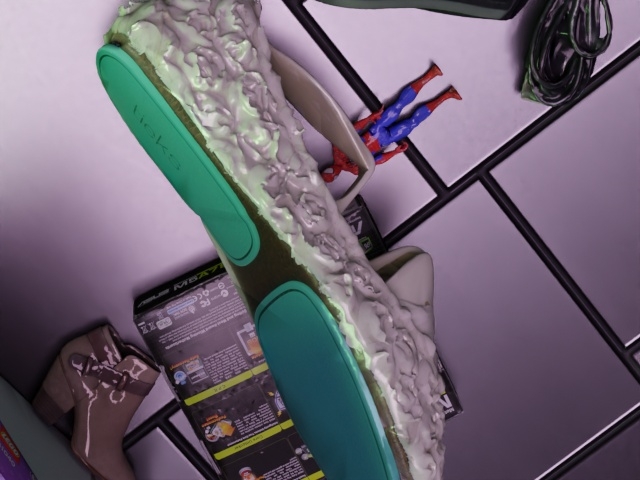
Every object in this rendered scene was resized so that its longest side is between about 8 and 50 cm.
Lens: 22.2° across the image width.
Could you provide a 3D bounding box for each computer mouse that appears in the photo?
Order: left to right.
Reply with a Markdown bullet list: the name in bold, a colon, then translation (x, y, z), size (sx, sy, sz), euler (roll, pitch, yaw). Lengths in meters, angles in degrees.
- **computer mouse**: translation (0.079, -0.206, 1.119), size (0.272, 0.072, 0.188), euler (10, 104, -21)

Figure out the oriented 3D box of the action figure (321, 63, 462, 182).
- **action figure**: translation (0.047, -0.079, 1.173), size (0.115, 0.030, 0.038), euler (-38, 112, 9)

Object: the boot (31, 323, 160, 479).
- **boot**: translation (-0.153, 0.123, 1.210), size (0.087, 0.042, 0.118), euler (-42, 107, 6)

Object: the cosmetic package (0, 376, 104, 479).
- **cosmetic package**: translation (-0.362, 0.275, 1.087), size (0.394, 0.329, 0.327), euler (-42, 106, 7)

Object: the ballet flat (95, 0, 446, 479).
- **ballet flat**: translation (0.000, 0.000, 1.102), size (0.147, 0.147, 0.409), euler (-30, 91, 4)

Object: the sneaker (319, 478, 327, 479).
- **sneaker**: translation (-0.043, 0.281, 1.249), size (0.236, 0.095, 0.104), euler (-42, 113, 13)

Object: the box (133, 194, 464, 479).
- **box**: translation (-0.016, 0.087, 1.210), size (0.191, 0.045, 0.184), euler (-26, 110, 2)

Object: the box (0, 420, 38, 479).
- **box**: translation (-0.254, 0.250, 0.886), size (0.293, 0.057, 0.201), euler (-27, 107, 2)
